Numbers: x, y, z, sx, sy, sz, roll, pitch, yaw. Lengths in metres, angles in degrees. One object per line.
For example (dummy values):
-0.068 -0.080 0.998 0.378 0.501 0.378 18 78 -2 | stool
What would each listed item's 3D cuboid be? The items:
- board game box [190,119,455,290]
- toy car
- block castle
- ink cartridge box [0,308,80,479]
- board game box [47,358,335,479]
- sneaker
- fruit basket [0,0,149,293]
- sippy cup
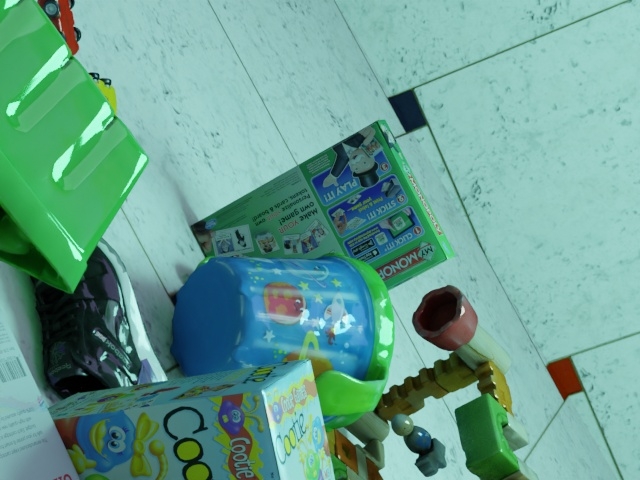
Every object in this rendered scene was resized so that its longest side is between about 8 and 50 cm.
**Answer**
0.000 0.000 2.240 0.213 0.317 0.046 63 20 2 | board game box
-0.329 -0.178 2.036 0.239 0.053 0.225 70 21 -48 | toy car
0.116 0.300 2.158 0.213 0.303 0.453 43 27 -36 | block castle
-0.336 0.185 1.555 0.212 0.093 0.154 62 21 6 | ink cartridge box
-0.146 0.221 1.652 0.144 0.275 0.142 -25 104 -68 | board game box
-0.266 0.103 1.811 0.283 0.107 0.124 61 27 0 | sneaker
-0.398 -0.076 1.605 0.392 0.392 0.283 48 -17 -32 | fruit basket
-0.062 0.118 2.080 0.224 0.305 0.240 12 72 -37 | sippy cup
